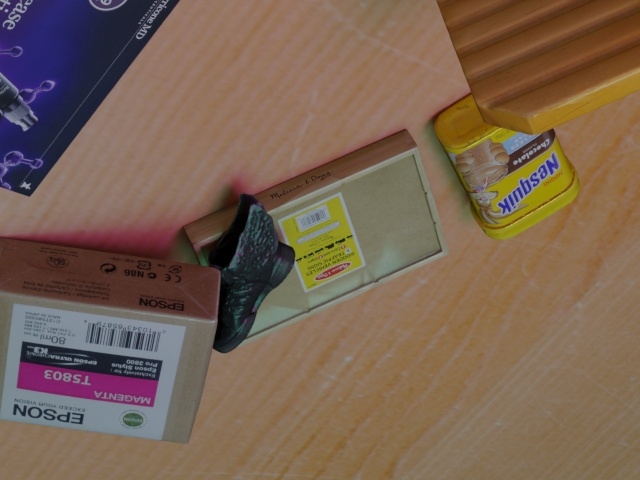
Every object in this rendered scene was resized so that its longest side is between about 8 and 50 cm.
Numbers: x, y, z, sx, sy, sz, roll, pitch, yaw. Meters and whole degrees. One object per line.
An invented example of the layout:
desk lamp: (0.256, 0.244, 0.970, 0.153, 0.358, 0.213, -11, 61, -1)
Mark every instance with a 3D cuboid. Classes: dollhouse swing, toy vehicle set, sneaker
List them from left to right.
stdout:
sneaker: (-0.091, 0.037, 1.766, 0.089, 0.051, 0.170, 26, 107, -36)
toy vehicle set: (0.000, 0.000, 1.833, 0.266, 0.035, 0.166, -23, 131, -6)
dollhouse swing: (0.249, -0.315, 1.443, 0.304, 0.347, 0.315, -12, 138, -2)

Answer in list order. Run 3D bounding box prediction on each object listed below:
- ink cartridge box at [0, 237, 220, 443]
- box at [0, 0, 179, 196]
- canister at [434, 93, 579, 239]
ink cartridge box: (-0.233, 0.107, 1.736, 0.234, 0.088, 0.193, 8, 130, -8)
box: (-0.270, -0.183, 1.464, 0.184, 0.103, 0.261, 18, 122, -43)
canister: (0.206, -0.093, 1.844, 0.126, 0.073, 0.170, -31, 138, 2)
